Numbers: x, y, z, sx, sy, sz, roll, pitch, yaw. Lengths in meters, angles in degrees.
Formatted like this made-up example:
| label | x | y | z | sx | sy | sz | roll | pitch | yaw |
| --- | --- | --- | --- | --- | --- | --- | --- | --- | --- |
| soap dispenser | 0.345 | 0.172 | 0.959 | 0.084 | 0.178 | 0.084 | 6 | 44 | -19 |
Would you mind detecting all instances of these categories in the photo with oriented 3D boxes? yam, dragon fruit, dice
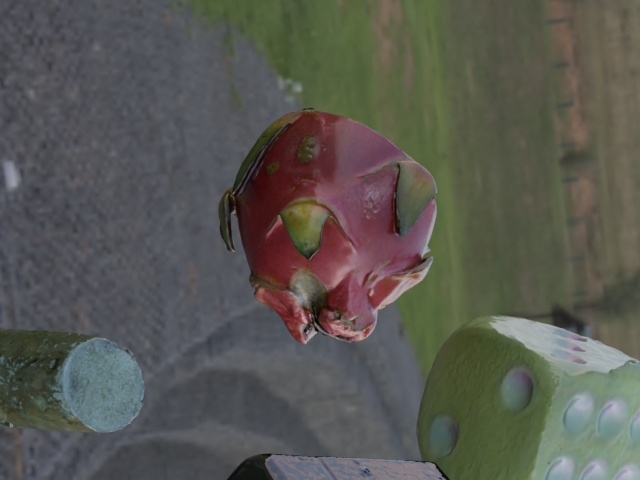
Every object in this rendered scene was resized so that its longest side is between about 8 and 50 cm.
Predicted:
| label | x | y | z | sx | sy | sz | roll | pitch | yaw |
| --- | --- | --- | --- | --- | --- | --- | --- | --- | --- |
| yam | -0.280 | 0.142 | 1.431 | 0.107 | 0.194 | 0.107 | -1 | 91 | -57 |
| dragon fruit | 0.000 | 0.000 | 1.905 | 0.225 | 0.306 | 0.305 | -59 | 151 | -32 |
| dice | 0.303 | 0.252 | 1.971 | 0.250 | 0.252 | 0.254 | 20 | -82 | 51 |

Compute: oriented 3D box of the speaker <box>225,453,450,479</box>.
| label | x | y | z | sx | sy | sz | roll | pitch | yaw |
| --- | --- | --- | --- | --- | --- | --- | --- | --- | --- |
| speaker | 0.015 | 0.343 | 1.470 | 0.388 | 0.184 | 0.180 | 14 | 29 | -49 |
